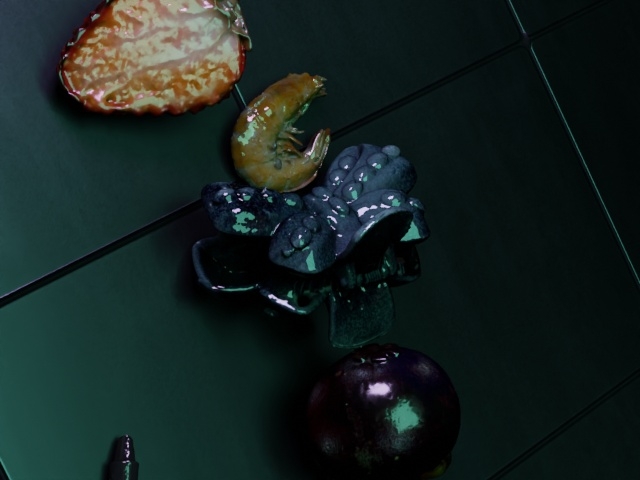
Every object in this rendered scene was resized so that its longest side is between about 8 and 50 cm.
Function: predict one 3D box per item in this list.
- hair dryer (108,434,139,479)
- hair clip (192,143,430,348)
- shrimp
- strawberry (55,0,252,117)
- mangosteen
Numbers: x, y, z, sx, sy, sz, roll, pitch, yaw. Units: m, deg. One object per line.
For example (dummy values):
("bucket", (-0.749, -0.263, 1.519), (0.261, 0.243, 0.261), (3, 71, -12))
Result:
("hair dryer", (-0.211, 0.343, 1.802), (0.114, 0.070, 0.248), (15, 62, -30))
("hair clip", (0.006, 0.002, 1.934), (0.310, 0.206, 0.194), (-17, 131, -35))
("shrimp", (-0.043, -0.136, 2.037), (0.187, 0.051, 0.132), (-47, 125, -27))
("strawberry", (-0.207, -0.233, 1.918), (0.236, 0.111, 0.190), (-25, 105, -13))
("mangosteen", (0.077, 0.238, 1.952), (0.194, 0.194, 0.230), (-24, 119, -36))
